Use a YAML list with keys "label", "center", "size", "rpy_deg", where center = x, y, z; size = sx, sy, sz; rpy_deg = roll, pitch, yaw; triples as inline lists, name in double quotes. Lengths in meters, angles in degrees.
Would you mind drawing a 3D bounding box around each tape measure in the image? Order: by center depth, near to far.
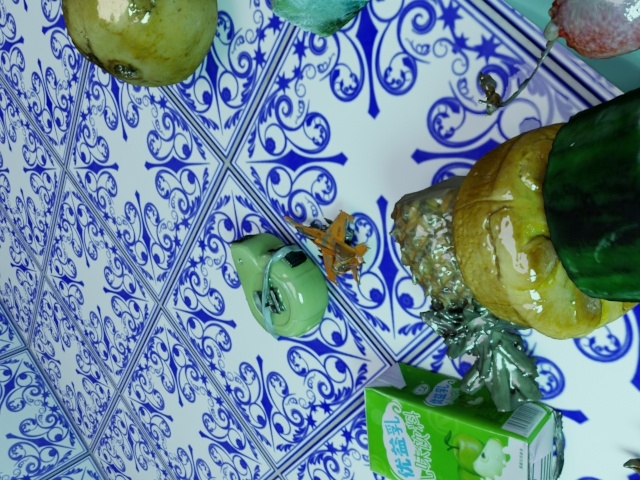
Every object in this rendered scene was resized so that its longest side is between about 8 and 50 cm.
- label: "tape measure"
  center: [-0.071, 0.089, 0.942]
  size: [0.175, 0.106, 0.200]
  rpy_deg: [0, 107, 46]

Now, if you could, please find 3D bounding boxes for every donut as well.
- label: "donut"
  center: [0.247, -0.011, 0.559]
  size: [0.113, 0.226, 0.227]
  rpy_deg: [-4, 104, 65]

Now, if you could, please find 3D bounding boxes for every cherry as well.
- label: "cherry"
  center: [0.207, -0.191, 0.443]
  size: [0.225, 0.090, 0.107]
  rpy_deg: [-21, 99, 55]

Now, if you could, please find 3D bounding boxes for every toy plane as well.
- label: "toy plane"
  center: [0.009, -0.002, 0.880]
  size: [0.188, 0.062, 0.135]
  rpy_deg: [39, 129, 42]

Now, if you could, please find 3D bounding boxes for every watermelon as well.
- label: "watermelon"
  center: [-0.051, -0.408, 0.740]
  size: [0.094, 0.154, 0.241]
  rpy_deg: [-37, 68, 43]

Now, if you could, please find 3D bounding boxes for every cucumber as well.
- label: "cucumber"
  center: [0.294, -0.033, 0.458]
  size: [0.191, 0.191, 0.130]
  rpy_deg: [67, 156, 0]

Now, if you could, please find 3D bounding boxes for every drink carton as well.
- label: "drink carton"
  center: [0.203, 0.301, 0.779]
  size: [0.271, 0.108, 0.161]
  rpy_deg: [8, 108, 41]

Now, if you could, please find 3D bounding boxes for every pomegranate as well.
- label: "pomegranate"
  center: [-0.299, -0.388, 0.886]
  size: [0.260, 0.260, 0.261]
  rpy_deg: [16, 116, 37]

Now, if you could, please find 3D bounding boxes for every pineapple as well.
- label: "pineapple"
  center: [0.206, 0.072, 0.683]
  size: [0.170, 0.141, 0.310]
  rpy_deg: [-18, 101, 19]

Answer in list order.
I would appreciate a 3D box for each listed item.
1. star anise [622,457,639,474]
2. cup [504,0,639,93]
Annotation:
- label: "star anise"
  center: [0.431, 0.290, 0.617]
  size: [0.141, 0.042, 0.141]
  rpy_deg: [18, 120, 35]
- label: "cup"
  center: [0.271, -0.241, 0.505]
  size: [0.235, 0.148, 0.134]
  rpy_deg: [42, 155, 24]
